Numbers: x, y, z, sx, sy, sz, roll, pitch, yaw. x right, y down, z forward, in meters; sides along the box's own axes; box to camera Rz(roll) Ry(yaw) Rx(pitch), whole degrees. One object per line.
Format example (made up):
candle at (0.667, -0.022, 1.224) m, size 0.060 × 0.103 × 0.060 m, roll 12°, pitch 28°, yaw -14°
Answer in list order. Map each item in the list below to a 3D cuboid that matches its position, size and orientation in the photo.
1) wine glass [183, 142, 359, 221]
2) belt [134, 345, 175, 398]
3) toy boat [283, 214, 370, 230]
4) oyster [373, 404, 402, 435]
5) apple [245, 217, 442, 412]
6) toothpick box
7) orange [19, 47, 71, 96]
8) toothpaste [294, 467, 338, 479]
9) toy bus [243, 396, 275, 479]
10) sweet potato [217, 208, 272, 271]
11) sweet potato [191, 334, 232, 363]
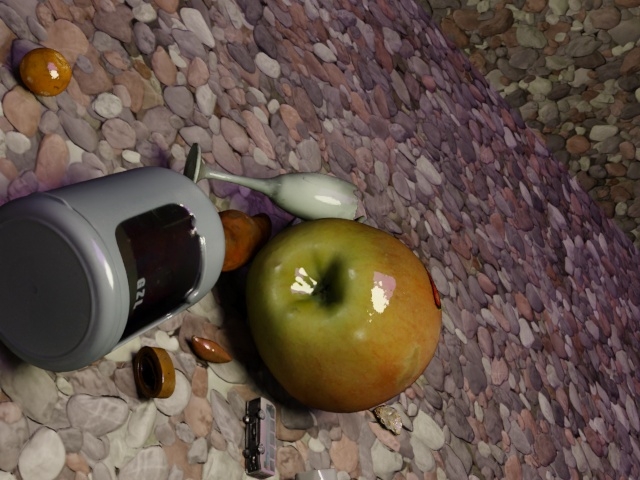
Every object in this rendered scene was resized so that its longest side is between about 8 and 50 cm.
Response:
wine glass at (-0.094, -0.154, 1.762) m, size 0.309 × 0.096 × 0.264 m, roll 11°, pitch 44°, yaw -20°
belt at (-0.250, 0.201, 1.448) m, size 0.036 × 0.059 × 0.083 m, roll 16°, pitch 42°, yaw -50°
toy boat at (0.000, 0.000, 1.924) m, size 0.141 × 0.092 × 0.319 m, roll 58°, pitch 33°, yaw -6°
oyster at (0.133, 0.356, 1.914) m, size 0.083 × 0.019 × 0.054 m, roll 37°, pitch 41°, yaw -37°
apple at (0.037, 0.115, 1.655) m, size 0.305 × 0.338 × 0.339 m, roll 54°, pitch 28°, yaw -49°
toothpick box at (-0.297, 0.016, 1.374) m, size 0.263 × 0.263 × 0.354 m, roll 62°, pitch 31°, yaw 0°
orange at (-0.438, -0.267, 1.522) m, size 0.083 × 0.070 × 0.083 m, roll 51°, pitch 18°, yaw -23°
toothpaste at (0.018, 0.561, 1.548) m, size 0.125 × 0.080 × 0.371 m, roll 14°, pitch 61°, yaw -51°
toy bus at (-0.098, 0.328, 1.588) m, size 0.052 × 0.037 × 0.131 m, roll 34°, pitch 42°, yaw -41°
sweet potato at (-0.158, -0.001, 1.674) m, size 0.112 × 0.112 × 0.359 m, roll 63°, pitch 8°, yaw 2°
sweet potato at (-0.180, 0.184, 1.584) m, size 0.095 × 0.034 × 0.034 m, roll 34°, pitch 41°, yaw -36°
